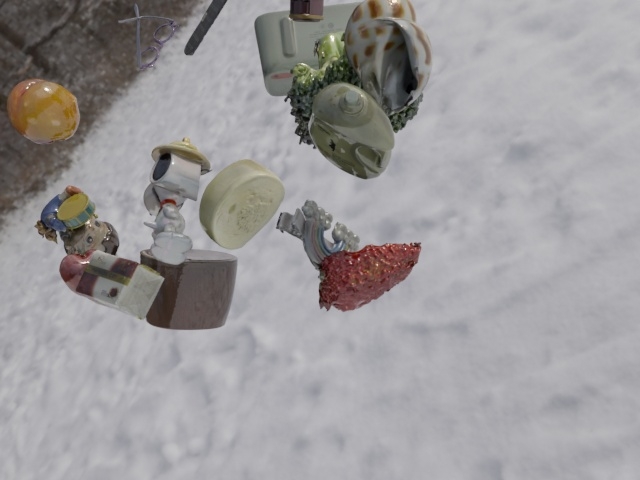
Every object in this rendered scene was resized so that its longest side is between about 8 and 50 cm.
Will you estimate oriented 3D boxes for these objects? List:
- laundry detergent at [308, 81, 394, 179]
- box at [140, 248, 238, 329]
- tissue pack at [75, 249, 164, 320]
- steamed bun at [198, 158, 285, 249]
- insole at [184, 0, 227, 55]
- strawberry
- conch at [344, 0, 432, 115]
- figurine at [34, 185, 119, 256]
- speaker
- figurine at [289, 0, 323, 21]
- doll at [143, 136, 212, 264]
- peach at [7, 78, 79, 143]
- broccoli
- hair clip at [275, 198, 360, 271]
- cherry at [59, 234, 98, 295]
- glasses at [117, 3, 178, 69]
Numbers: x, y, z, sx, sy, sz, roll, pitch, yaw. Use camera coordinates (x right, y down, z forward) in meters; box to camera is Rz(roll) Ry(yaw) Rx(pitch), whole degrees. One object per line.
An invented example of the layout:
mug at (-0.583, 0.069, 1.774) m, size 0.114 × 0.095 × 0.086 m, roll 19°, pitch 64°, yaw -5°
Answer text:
laundry detergent at (0.059, -0.210, 1.355) m, size 0.091 × 0.181 × 0.253 m, roll -50°, pitch -10°, yaw -11°
box at (-0.403, 0.144, 2.183) m, size 0.301 × 0.300 × 0.216 m, roll -163°, pitch 78°, yaw -68°
tissue pack at (-0.430, 0.093, 1.549) m, size 0.148 × 0.099 × 0.106 m, roll 11°, pitch 70°, yaw 37°
steamed bun at (-0.231, -0.109, 1.973) m, size 0.250 × 0.155 × 0.200 m, roll -48°, pitch 35°, yaw -1°
insole at (-0.242, -0.575, 1.721) m, size 0.309 × 0.012 × 0.110 m, roll -55°, pitch 36°, yaw 14°
strawberry at (0.105, 0.082, 1.514) m, size 0.174 × 0.228 × 0.098 m, roll 88°, pitch 168°, yaw -63°
conch at (0.136, -0.389, 1.420) m, size 0.182 × 0.275 × 0.148 m, roll -1°, pitch 18°, yaw 37°
figurine at (-0.633, -0.012, 1.974) m, size 0.158 × 0.275 × 0.161 m, roll -2°, pitch 54°, yaw 24°
speaker at (0.024, -0.539, 2.056) m, size 0.183 × 0.405 × 0.184 m, roll 86°, pitch 178°, yaw -73°
figurine at (-0.043, -0.583, 1.669) m, size 0.082 × 0.154 × 0.098 m, roll 8°, pitch 19°, yaw 20°
doll at (-0.312, -0.092, 1.600) m, size 0.208 × 0.143 × 0.271 m, roll -63°, pitch 28°, yaw 20°
peach at (-0.556, -0.259, 1.452) m, size 0.138 × 0.138 × 0.138 m, roll -42°, pitch 23°, yaw 22°
broccoli at (0.079, -0.340, 1.686) m, size 0.334 × 0.324 × 0.272 m, roll -21°, pitch 32°, yaw 7°
hair clip at (0.000, 0.000, 1.597) m, size 0.054 × 0.220 × 0.140 m, roll -19°, pitch 47°, yaw 40°
cherry at (-0.539, 0.072, 1.672) m, size 0.106 × 0.126 × 0.087 m, roll -36°, pitch 41°, yaw -17°
glasses at (-0.385, -0.462, 1.597) m, size 0.062 × 0.104 × 0.140 m, roll 20°, pitch 70°, yaw 30°
